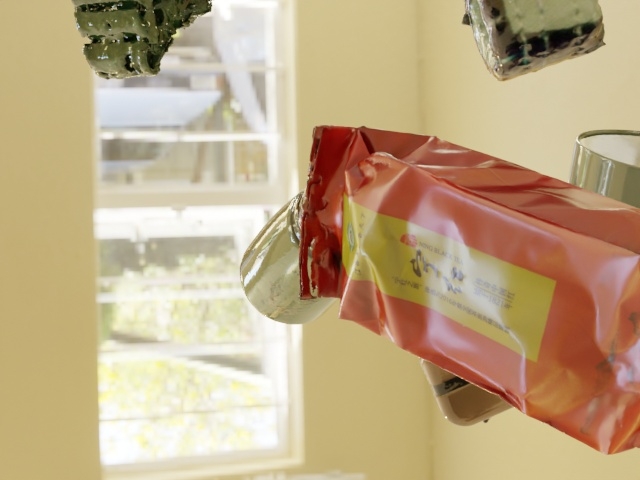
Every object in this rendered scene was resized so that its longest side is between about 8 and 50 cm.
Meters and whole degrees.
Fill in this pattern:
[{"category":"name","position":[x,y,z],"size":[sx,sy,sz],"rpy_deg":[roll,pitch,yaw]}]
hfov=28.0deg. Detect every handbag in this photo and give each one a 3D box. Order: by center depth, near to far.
[{"category":"handbag","position":[0.333,0.194,2.518],"size":[0.302,0.283,0.149],"rpy_deg":[-25,-170,11]}]

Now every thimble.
[{"category":"thimble","position":[0.247,-0.321,1.570],"size":[0.150,0.237,0.237],"rpy_deg":[-17,-179,1]}]

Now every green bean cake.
[{"category":"green bean cake","position":[-0.167,-0.287,1.371],"size":[0.107,0.193,0.208],"rpy_deg":[-2,-161,37]}]

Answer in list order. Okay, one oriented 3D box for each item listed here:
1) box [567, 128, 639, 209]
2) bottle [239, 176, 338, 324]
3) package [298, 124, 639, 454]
[{"category":"box","position":[0.398,-0.032,1.503],"size":[0.226,0.149,0.226],"rpy_deg":[6,-161,-2]},{"category":"bottle","position":[0.002,0.000,1.951],"size":[0.169,0.168,0.347],"rpy_deg":[-2,158,-24]},{"category":"package","position":[0.157,0.030,1.150],"size":[0.123,0.196,0.424],"rpy_deg":[-10,-156,-44]}]
